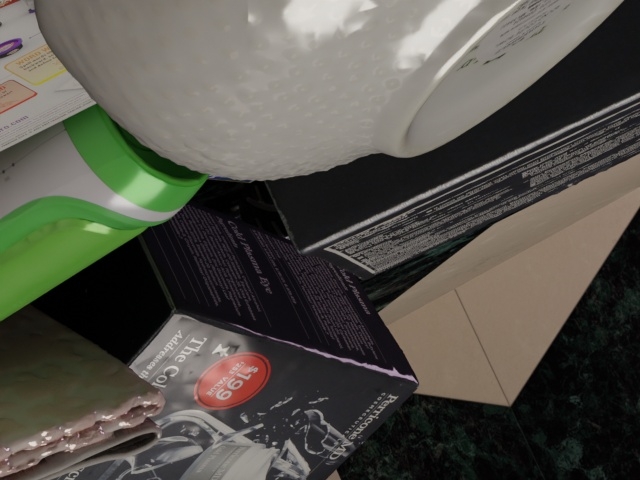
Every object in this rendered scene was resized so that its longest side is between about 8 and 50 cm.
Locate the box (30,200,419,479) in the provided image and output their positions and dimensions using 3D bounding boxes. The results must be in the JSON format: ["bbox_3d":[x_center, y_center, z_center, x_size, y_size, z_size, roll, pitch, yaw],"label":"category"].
[{"bbox_3d":[-0.147,0.150,1.240,0.312,0.179,0.343,20,120,-45],"label":"box"}]

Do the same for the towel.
[{"bbox_3d":[-0.330,0.112,0.988,0.331,0.053,0.317,-15,-151,-43],"label":"towel"}]

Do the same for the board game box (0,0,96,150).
[{"bbox_3d":[-0.191,-0.107,0.627,0.242,0.064,0.316,-26,171,6],"label":"board game box"}]

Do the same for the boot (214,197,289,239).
[{"bbox_3d":[-0.059,-0.021,1.436,0.190,0.069,0.086,-25,174,16],"label":"boot"}]

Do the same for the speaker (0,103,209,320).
[{"bbox_3d":[-0.210,-0.017,0.901,0.296,0.131,0.131,-30,169,29],"label":"speaker"}]

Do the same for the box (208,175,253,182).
[{"bbox_3d":[-0.078,-0.084,1.066,0.054,0.059,0.169,-26,171,20],"label":"box"}]

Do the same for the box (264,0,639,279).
[{"bbox_3d":[0.105,-0.117,0.961,0.296,0.183,0.294,-25,173,6],"label":"box"}]

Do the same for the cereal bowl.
[{"bbox_3d":[0.050,-0.139,0.609,0.339,0.141,0.339,-36,169,-8],"label":"cereal bowl"}]

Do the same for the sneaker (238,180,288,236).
[{"bbox_3d":[0.016,-0.063,1.364,0.208,0.081,0.094,-28,173,16],"label":"sneaker"}]
